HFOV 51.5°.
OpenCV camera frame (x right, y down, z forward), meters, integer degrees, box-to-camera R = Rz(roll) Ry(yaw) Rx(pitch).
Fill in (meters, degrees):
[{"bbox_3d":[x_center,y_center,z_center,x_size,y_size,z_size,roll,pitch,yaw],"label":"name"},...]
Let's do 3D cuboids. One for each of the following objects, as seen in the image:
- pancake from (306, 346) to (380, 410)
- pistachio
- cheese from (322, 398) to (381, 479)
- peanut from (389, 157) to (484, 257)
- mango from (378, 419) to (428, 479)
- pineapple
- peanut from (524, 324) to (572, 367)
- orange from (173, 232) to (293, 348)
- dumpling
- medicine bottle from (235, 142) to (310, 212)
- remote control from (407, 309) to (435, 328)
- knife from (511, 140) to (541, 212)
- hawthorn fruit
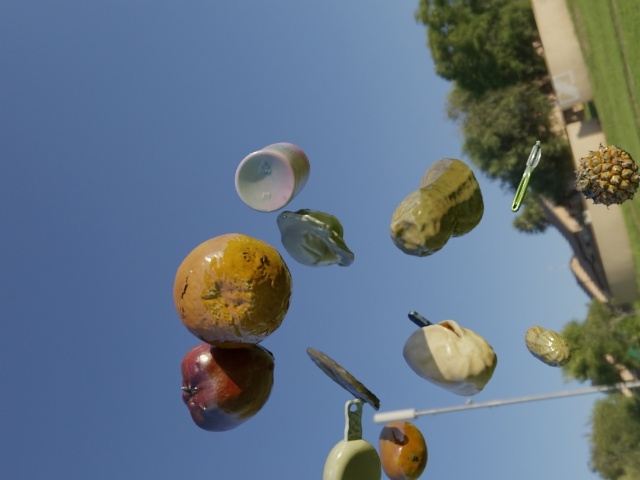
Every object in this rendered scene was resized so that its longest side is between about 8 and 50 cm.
[{"bbox_3d":[0.068,0.392,1.855,0.033,0.288,0.286,-47,-48,-13],"label":"pancake"},{"bbox_3d":[0.360,0.333,1.884,0.193,0.318,0.214,-14,-89,-25],"label":"pistachio"},{"bbox_3d":[0.093,0.521,1.623,0.163,0.071,0.249,24,-103,-33],"label":"cheese"},{"bbox_3d":[0.252,-0.065,1.379,0.291,0.159,0.143,-47,-27,-48],"label":"peanut"},{"bbox_3d":[0.226,0.580,1.854,0.120,0.151,0.221,25,-163,-13],"label":"mango"},{"bbox_3d":[0.740,-0.164,1.776,0.161,0.137,0.176,92,156,-53],"label":"pineapple"},{"bbox_3d":[0.619,0.288,1.825,0.093,0.083,0.194,60,178,-17],"label":"peanut"},{"bbox_3d":[-0.160,0.093,1.235,0.193,0.219,0.219,-68,-43,-64],"label":"orange"},{"bbox_3d":[0.000,0.000,1.678,0.147,0.193,0.258,-63,-34,-17],"label":"dumpling"},{"bbox_3d":[-0.114,-0.166,1.689,0.254,0.152,0.152,-61,-48,-76],"label":"medicine bottle"},{"bbox_3d":[0.345,0.277,2.121,0.027,0.152,0.043,-48,-14,-36],"label":"remote control"},{"bbox_3d":[0.449,-0.138,1.438,0.026,0.022,0.184,37,-112,-29],"label":"knife"},{"bbox_3d":[-0.177,0.277,1.329,0.202,0.185,0.185,-18,-87,-38],"label":"hawthorn fruit"}]
